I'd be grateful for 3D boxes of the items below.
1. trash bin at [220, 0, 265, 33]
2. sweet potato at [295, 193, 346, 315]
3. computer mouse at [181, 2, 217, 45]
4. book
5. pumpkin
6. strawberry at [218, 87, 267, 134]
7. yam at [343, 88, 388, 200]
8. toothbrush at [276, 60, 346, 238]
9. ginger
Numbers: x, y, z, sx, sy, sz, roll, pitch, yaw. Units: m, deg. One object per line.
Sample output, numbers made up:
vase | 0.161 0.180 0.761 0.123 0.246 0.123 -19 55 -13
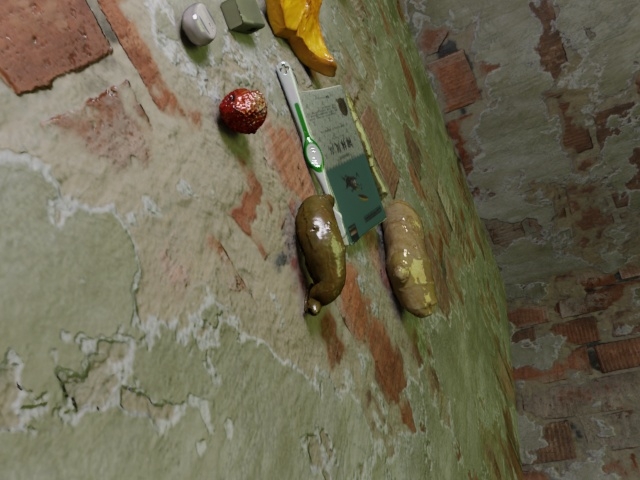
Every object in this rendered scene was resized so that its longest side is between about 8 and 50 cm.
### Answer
trash bin | -0.157 -0.452 1.201 0.092 0.043 0.061 -36 108 -63
sweet potato | 0.000 0.000 1.172 0.124 0.098 0.310 80 6 -53
computer mouse | -0.209 -0.364 1.017 0.096 0.039 0.066 -88 153 -55
book | 0.053 -0.195 1.492 0.264 0.031 0.379 -35 107 -58
pumpkin | -0.044 -0.571 1.441 0.258 0.095 0.290 8 83 -62
strawberry | -0.135 -0.224 1.040 0.096 0.083 0.083 -8 81 -59
yam | 0.105 -0.255 1.638 0.317 0.067 0.071 67 -15 -8
toothbrush | -0.019 -0.201 1.342 0.040 0.042 0.418 -162 -127 -80
ginger | 0.243 0.046 1.687 0.190 0.126 0.354 24 49 -49
